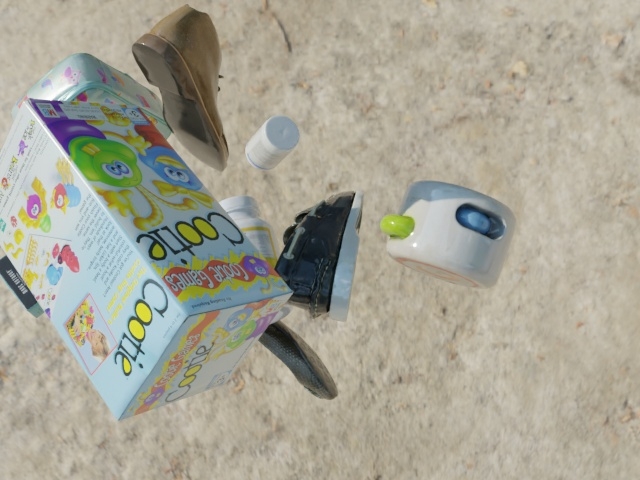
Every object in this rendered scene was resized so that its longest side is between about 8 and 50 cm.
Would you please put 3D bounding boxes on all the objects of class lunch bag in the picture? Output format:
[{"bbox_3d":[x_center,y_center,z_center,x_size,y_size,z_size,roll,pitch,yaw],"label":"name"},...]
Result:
[{"bbox_3d":[-0.437,-0.222,1.571,0.224,0.279,0.108,-37,63,14],"label":"lunch bag"}]

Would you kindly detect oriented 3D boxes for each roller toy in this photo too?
[{"bbox_3d":[0.216,-0.014,1.329,0.191,0.209,0.146,16,82,27],"label":"roller toy"}]

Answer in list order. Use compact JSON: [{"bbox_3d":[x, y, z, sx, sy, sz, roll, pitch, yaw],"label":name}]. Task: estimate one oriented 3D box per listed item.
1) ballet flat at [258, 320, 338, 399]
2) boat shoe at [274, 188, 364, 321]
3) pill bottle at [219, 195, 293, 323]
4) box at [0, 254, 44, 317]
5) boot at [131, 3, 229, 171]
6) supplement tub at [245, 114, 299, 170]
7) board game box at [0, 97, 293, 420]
[{"bbox_3d":[-0.067,0.168,1.295,0.058,0.084,0.250,-41,101,7],"label":"ballet flat"},{"bbox_3d":[0.000,0.000,0.969,0.091,0.114,0.302,10,15,1],"label":"boat shoe"},{"bbox_3d":[-0.109,0.031,1.213,0.103,0.103,0.184,-15,67,-4],"label":"pill bottle"},{"bbox_3d":[-0.400,0.010,1.333,0.244,0.060,0.100,-38,77,-14],"label":"box"},{"bbox_3d":[-0.176,-0.218,1.214,0.112,0.305,0.115,26,66,20],"label":"boot"},{"bbox_3d":[-0.089,-0.176,1.475,0.071,0.107,0.071,7,72,-23],"label":"supplement tub"},{"bbox_3d":[-0.184,0.008,0.781,0.275,0.144,0.142,49,30,22],"label":"board game box"}]
